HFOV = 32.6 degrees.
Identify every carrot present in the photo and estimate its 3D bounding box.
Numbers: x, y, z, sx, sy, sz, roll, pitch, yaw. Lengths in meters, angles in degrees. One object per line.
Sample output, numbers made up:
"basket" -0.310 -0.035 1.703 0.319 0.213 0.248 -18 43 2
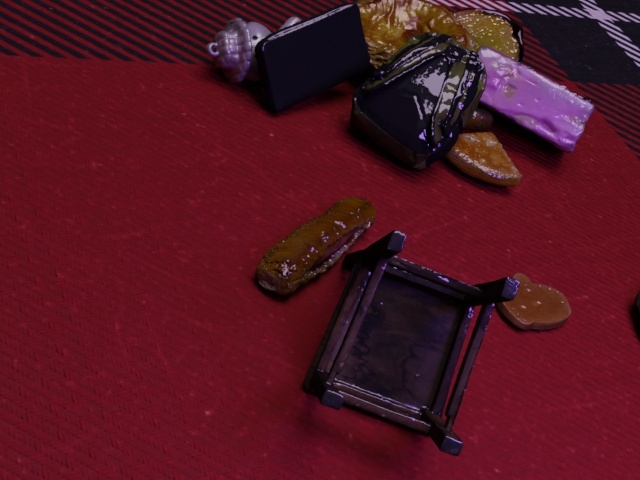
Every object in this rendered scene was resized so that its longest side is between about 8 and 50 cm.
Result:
"carrot" 0.232 -0.248 2.163 0.254 0.049 0.049 3 43 -21

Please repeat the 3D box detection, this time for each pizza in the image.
"pizza" 0.309 -0.156 2.094 0.175 0.046 0.134 34 41 10

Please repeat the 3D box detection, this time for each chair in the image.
"chair" 0.102 0.143 1.553 0.203 0.416 0.240 20 83 -5

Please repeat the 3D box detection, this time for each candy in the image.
"candy" 0.416 -0.291 2.210 0.265 0.115 0.155 30 15 1

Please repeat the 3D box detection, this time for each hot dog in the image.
"hot dog" -0.001 -0.001 1.735 0.083 0.068 0.289 30 39 18

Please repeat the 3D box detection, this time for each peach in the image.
"peach" 0.323 -0.403 2.368 0.279 0.068 0.189 -26 64 -24

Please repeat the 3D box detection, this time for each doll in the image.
"doll" -0.083 -0.354 2.056 0.293 0.138 0.119 -3 6 -34

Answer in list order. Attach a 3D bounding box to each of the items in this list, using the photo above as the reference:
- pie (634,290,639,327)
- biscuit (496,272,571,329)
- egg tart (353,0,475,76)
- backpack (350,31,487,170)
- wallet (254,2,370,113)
"pie" 0.727 0.188 1.906 0.371 0.078 0.296 13 39 -12
"biscuit" 0.354 0.103 1.841 0.140 0.023 0.118 1 44 -27
"egg tart" 0.169 -0.391 2.221 0.295 0.116 0.294 5 44 -4
"backpack" 0.188 -0.270 2.020 0.207 0.140 0.253 37 77 10
"wallet" -0.010 -0.343 2.024 0.250 0.149 0.044 -30 33 -27
